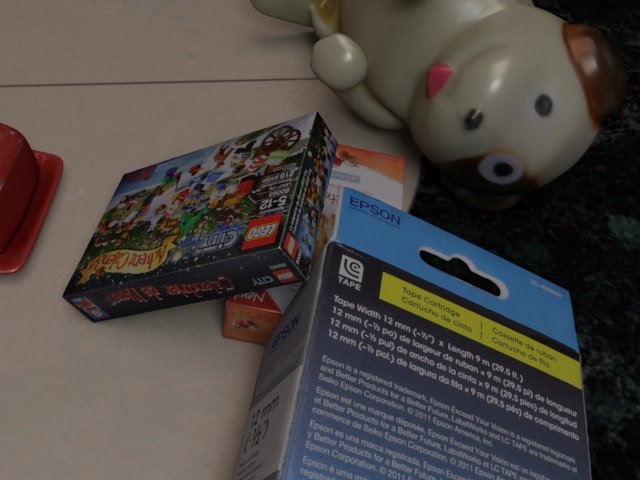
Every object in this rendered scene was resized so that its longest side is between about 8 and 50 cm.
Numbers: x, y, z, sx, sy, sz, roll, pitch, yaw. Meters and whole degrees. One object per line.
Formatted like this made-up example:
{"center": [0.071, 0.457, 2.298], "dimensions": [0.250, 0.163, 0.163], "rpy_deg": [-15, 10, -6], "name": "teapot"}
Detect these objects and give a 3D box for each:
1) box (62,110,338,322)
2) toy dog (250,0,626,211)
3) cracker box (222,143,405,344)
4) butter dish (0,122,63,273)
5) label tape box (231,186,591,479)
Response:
{"center": [-0.106, -0.019, 0.602], "dimensions": [0.233, 0.044, 0.159], "rpy_deg": [-13, 44, 27], "name": "box"}
{"center": [0.149, -0.225, 0.799], "dimensions": [0.395, 0.284, 0.408], "rpy_deg": [19, 37, -48], "name": "toy dog"}
{"center": [0.000, 0.000, 0.684], "dimensions": [0.156, 0.067, 0.232], "rpy_deg": [11, 52, -4], "name": "cracker box"}
{"center": [-0.341, -0.065, 0.624], "dimensions": [0.160, 0.118, 0.160], "rpy_deg": [8, 52, -5], "name": "butter dish"}
{"center": [0.076, 0.152, 0.521], "dimensions": [0.249, 0.115, 0.347], "rpy_deg": [25, 47, -14], "name": "label tape box"}
